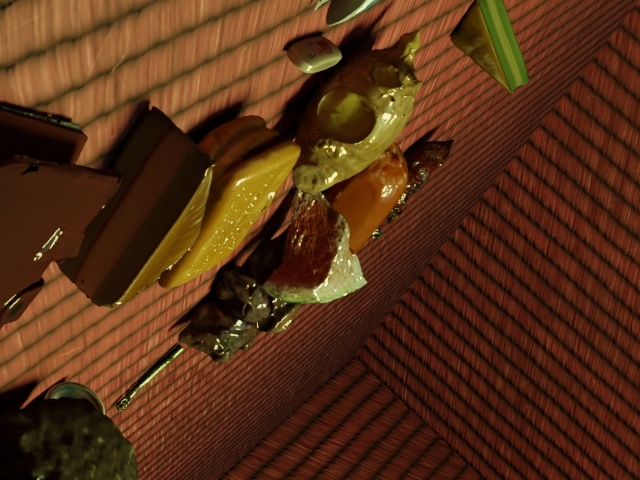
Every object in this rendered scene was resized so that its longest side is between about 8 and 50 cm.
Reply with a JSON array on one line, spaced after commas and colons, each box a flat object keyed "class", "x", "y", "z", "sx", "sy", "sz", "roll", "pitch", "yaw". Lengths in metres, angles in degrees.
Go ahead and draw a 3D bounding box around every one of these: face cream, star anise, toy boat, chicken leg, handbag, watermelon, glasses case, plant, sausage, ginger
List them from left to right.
[{"class": "handbag", "x": -0.261, "y": 0.024, "z": 0.872, "sx": 0.260, "sy": 0.084, "sz": 0.275, "roll": -50, "pitch": 171, "yaw": 4}, {"class": "plant", "x": -0.329, "y": 0.279, "z": 1.327, "sx": 0.194, "sy": 0.181, "sz": 0.320, "roll": -45, "pitch": 171, "yaw": 25}, {"class": "face cream", "x": -0.326, "y": 0.258, "z": 1.573, "sx": 0.075, "sy": 0.075, "sz": 0.229, "roll": -37, "pitch": 167, "yaw": -47}, {"class": "star anise", "x": -0.083, "y": 0.082, "z": 1.837, "sx": 0.220, "sy": 0.099, "sz": 0.214, "roll": -49, "pitch": 165, "yaw": -1}, {"class": "glasses case", "x": -0.005, "y": -0.181, "z": 1.288, "sx": 0.021, "sy": 0.032, "sz": 0.083, "roll": -47, "pitch": 172, "yaw": 29}, {"class": "watermelon", "x": 0.010, "y": 0.009, "z": 1.761, "sx": 0.121, "sy": 0.098, "sz": 0.158, "roll": 6, "pitch": 101, "yaw": -57}, {"class": "sausage", "x": 0.027, "y": -0.018, "z": 1.942, "sx": 0.097, "sy": 0.094, "sz": 0.348, "roll": -37, "pitch": 167, "yaw": -46}, {"class": "toy boat", "x": 0.029, "y": -0.250, "z": 1.199, "sx": 0.105, "sy": 0.034, "sz": 0.149, "roll": -44, "pitch": 159, "yaw": 1}, {"class": "ginger", "x": 0.043, "y": -0.142, "z": 1.459, "sx": 0.216, "sy": 0.102, "sz": 0.157, "roll": -49, "pitch": 177, "yaw": 12}, {"class": "chicken leg", "x": 0.141, "y": -0.095, "z": 2.233, "sx": 0.234, "sy": 0.063, "sz": 0.105, "roll": -48, "pitch": 176, "yaw": 1}]

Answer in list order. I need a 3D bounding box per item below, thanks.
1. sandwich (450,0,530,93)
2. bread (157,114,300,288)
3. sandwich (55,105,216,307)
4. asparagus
[{"class": "sandwich", "x": 0.248, "y": -0.270, "z": 1.800, "sx": 0.074, "sy": 0.116, "sz": 0.074, "roll": -37, "pitch": 168, "yaw": -49}, {"class": "bread", "x": -0.105, "y": -0.038, "z": 1.311, "sx": 0.116, "sy": 0.077, "sz": 0.200, "roll": -40, "pitch": 170, "yaw": -46}, {"class": "sandwich", "x": -0.158, "y": -0.021, "z": 1.121, "sx": 0.113, "sy": 0.079, "sz": 0.163, "roll": -44, "pitch": 172, "yaw": -24}, {"class": "asparagus", "x": -0.240, "y": 0.192, "z": 1.865, "sx": 0.127, "sy": 0.018, "sz": 0.015, "roll": -44, "pitch": 136, "yaw": -17}]
